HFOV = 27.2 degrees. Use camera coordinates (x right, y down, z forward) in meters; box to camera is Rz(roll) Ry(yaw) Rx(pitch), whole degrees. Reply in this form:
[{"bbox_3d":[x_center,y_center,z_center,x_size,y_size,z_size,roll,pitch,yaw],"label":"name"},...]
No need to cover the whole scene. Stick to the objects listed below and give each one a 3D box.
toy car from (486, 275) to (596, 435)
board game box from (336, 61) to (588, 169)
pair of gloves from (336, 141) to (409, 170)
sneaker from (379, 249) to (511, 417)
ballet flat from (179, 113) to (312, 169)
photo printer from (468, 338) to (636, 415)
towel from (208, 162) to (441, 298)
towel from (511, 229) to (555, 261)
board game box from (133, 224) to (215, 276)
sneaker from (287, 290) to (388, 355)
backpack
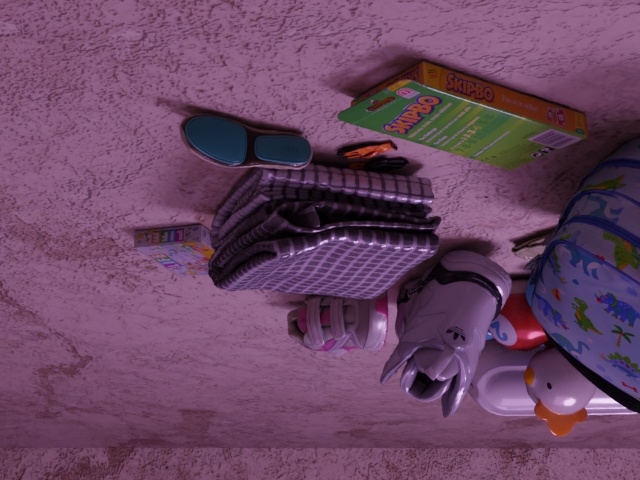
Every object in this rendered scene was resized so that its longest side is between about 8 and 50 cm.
[{"bbox_3d":[0.360,0.188,2.094,0.210,0.238,0.219,9,160,-25],"label":"toy car"},{"bbox_3d":[0.153,-0.132,1.425,0.259,0.039,0.124,10,160,-35],"label":"board game box"},{"bbox_3d":[0.063,-0.097,1.576,0.074,0.010,0.083,-6,162,19],"label":"pair of gloves"},{"bbox_3d":[0.163,0.162,2.019,0.137,0.210,0.366,28,157,-1],"label":"sneaker"},{"bbox_3d":[-0.089,-0.103,1.490,0.168,0.057,0.052,11,169,-29],"label":"ballet flat"},{"bbox_3d":[0.406,0.231,2.317,0.308,0.107,0.256,-2,-171,6],"label":"photo printer"},{"bbox_3d":[0.000,0.000,1.687,0.235,0.121,0.284,6,164,-19],"label":"towel"},{"bbox_3d":[0.359,0.016,1.901,0.148,0.027,0.110,13,159,-34],"label":"towel"},{"bbox_3d":[-0.189,0.016,1.907,0.103,0.026,0.154,-5,162,18],"label":"board game box"},{"bbox_3d":[0.025,0.135,2.154,0.111,0.103,0.252,8,160,-27],"label":"sneaker"},{"bbox_3d":[0.389,0.045,1.569,0.273,0.290,0.355,-31,151,-35],"label":"backpack"}]
